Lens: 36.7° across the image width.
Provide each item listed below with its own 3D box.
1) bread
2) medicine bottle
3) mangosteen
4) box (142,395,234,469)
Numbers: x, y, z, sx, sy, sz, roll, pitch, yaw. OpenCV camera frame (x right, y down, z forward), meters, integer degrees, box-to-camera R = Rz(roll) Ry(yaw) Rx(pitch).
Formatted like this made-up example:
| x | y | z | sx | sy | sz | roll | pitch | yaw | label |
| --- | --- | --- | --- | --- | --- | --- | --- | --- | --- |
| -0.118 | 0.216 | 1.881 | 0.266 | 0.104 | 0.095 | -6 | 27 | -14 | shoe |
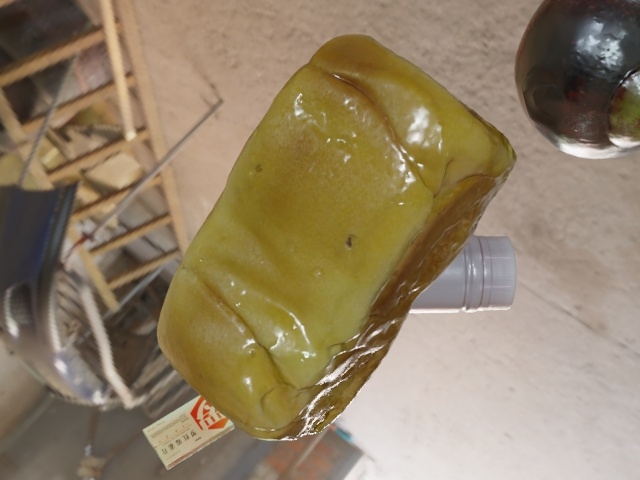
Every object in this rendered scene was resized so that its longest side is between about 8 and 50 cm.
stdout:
| x | y | z | sx | sy | sz | roll | pitch | yaw | label |
| --- | --- | --- | --- | --- | --- | --- | --- | --- | --- |
| 0.000 | 0.000 | 0.719 | 0.167 | 0.294 | 0.132 | 42 | -164 | 25 | bread |
| 0.187 | 0.054 | 1.594 | 0.250 | 0.133 | 0.133 | -1 | 149 | -1 | medicine bottle |
| 0.297 | -0.173 | 0.969 | 0.210 | 0.210 | 0.210 | 33 | 154 | 19 | mangosteen |
| -0.156 | 0.223 | 1.142 | 0.058 | 0.093 | 0.015 | 48 | 157 | 33 | box |
